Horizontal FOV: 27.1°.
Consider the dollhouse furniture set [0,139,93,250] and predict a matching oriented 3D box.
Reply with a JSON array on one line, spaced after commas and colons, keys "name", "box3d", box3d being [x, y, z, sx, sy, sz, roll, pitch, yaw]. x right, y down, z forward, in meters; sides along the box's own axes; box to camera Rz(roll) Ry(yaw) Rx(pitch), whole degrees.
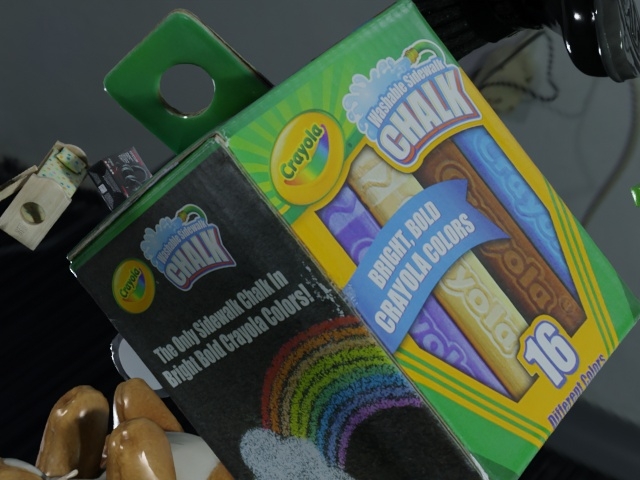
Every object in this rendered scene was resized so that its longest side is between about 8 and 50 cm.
[{"name": "dollhouse furniture set", "box3d": [-0.383, -0.108, 1.711, 0.161, 0.182, 0.101, 36, 116, -12]}]

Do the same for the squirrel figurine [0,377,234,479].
[{"name": "squirrel figurine", "box3d": [-0.239, 0.352, 1.333, 0.281, 0.370, 0.396, 21, 108, 33]}]

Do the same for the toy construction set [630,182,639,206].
[{"name": "toy construction set", "box3d": [0.452, -0.138, 1.480, 0.309, 0.258, 0.237, 0, 111, 68]}]

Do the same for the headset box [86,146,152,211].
[{"name": "headset box", "box3d": [-0.245, -0.078, 1.662, 0.032, 0.083, 0.062, -32, 90, 31]}]

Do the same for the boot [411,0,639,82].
[{"name": "boot", "box3d": [0.221, -0.260, 1.517, 0.260, 0.348, 0.131, -20, 126, 17]}]

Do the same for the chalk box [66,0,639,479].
[{"name": "chalk box", "box3d": [0.000, 0.000, 0.736, 0.289, 0.179, 0.180, 54, 138, -4]}]

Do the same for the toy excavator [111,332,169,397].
[{"name": "toy excavator", "box3d": [0.015, 0.048, 1.579, 0.445, 0.222, 0.432, 24, 123, 17]}]
